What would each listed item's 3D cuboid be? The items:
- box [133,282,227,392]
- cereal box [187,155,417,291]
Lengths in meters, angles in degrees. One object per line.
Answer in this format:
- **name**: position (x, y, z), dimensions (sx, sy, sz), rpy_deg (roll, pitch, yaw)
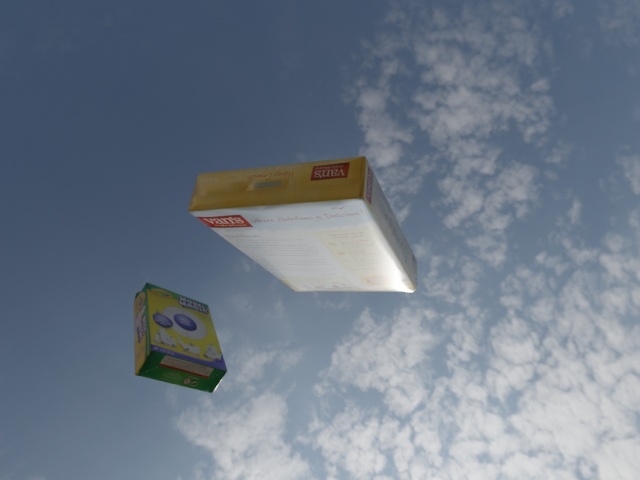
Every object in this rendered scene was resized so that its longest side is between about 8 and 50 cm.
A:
- **box**: position (-0.196, 0.121, 0.565), dimensions (0.105, 0.179, 0.043), rpy_deg (29, -82, -33)
- **cereal box**: position (0.000, 0.000, 0.455), dimensions (0.173, 0.240, 0.047), rpy_deg (-2, -116, 22)
